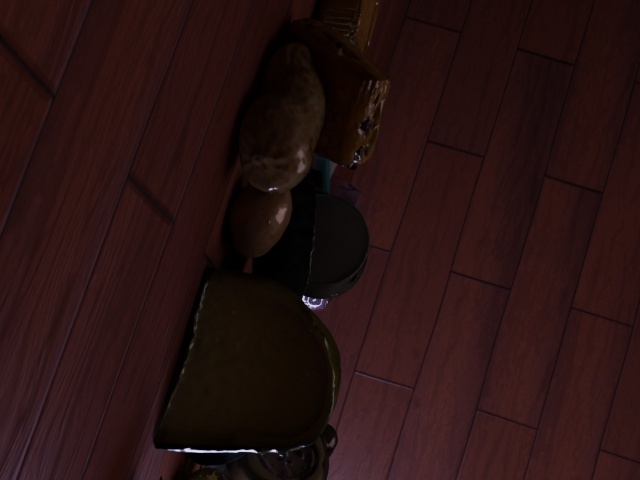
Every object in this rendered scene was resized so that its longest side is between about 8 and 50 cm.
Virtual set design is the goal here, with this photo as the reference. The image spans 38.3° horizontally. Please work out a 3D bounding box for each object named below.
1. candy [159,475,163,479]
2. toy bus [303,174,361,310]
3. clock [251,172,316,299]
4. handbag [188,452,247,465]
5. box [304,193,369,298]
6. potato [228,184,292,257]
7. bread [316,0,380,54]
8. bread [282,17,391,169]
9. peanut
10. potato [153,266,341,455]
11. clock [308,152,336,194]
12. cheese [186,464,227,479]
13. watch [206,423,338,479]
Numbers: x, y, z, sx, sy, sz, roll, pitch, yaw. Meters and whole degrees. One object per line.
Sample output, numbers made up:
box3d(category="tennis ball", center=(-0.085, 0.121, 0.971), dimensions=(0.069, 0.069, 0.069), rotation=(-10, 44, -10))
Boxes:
box3d(category="candy", center=(-0.317, 0.545, 1.456), dimensions=(0.187, 0.077, 0.331), rotation=(93, 18, -62))
box3d(category="toy bus", center=(0.000, 0.000, 2.487), dimensions=(0.171, 0.162, 0.386), rotation=(-62, 168, -57))
box3d(category="clock", center=(-0.076, 0.018, 1.772), dimensions=(0.312, 0.061, 0.312), rotation=(-171, -90, -77))
box3d(category="handbag", center=(-0.157, 0.339, 1.871), dimensions=(0.302, 0.178, 0.275), rotation=(97, 12, -64))
box3d(category="box", center=(0.002, 0.017, 2.198), dimensions=(0.149, 0.226, 0.226), rotation=(88, 20, -74))
box3d(category="potato", center=(-0.108, -0.038, 1.602), dimensions=(0.112, 0.112, 0.147), rotation=(-61, 173, -66))
box3d(category="bread", center=(0.052, -0.463, 1.839), dimensions=(0.132, 0.114, 0.190), rotation=(49, 49, -72))
box3d(category="bread", center=(0.020, -0.252, 1.589), dimensions=(0.099, 0.235, 0.210), rotation=(-18, 135, -36))
box3d(category="peanut", center=(-0.058, -0.198, 1.484), dimensions=(0.137, 0.122, 0.253), rotation=(49, 50, -50))
box3d(category="potato", center=(-0.097, 0.227, 1.617), dimensions=(0.213, 0.280, 0.330), rotation=(3, 103, -82))
box3d(category="clock", center=(0.010, -0.251, 2.121), dimensions=(0.262, 0.116, 0.231), rotation=(84, 28, -73))
box3d(category="cheese", center=(-0.271, 0.609, 1.908), dimensions=(0.259, 0.128, 0.315), rotation=(-82, -169, -64))
box3d(category="watch", center=(-0.148, 0.575, 2.118), dimensions=(0.327, 0.314, 0.335), rotation=(-54, -149, 39))
